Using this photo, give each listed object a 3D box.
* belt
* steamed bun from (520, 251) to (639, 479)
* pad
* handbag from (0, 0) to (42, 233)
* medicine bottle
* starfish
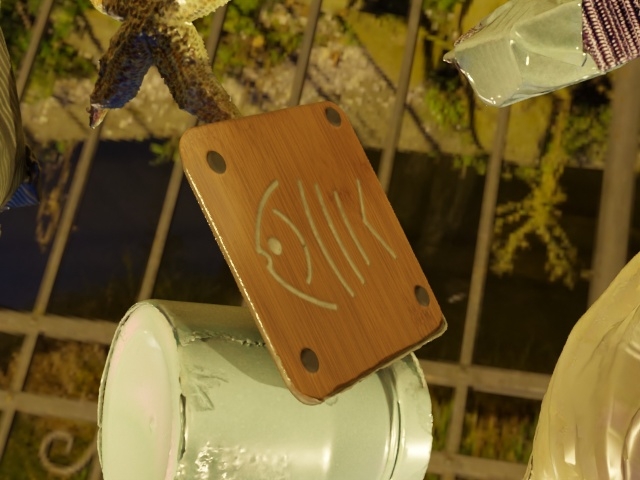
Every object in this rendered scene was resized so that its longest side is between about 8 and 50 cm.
[{"bbox_3d":[0.309,-0.260,1.345,0.122,0.260,0.325,63,159,-14],"label":"belt"},{"bbox_3d":[0.280,0.129,0.648,0.394,0.347,0.237,-26,154,27],"label":"steamed bun"},{"bbox_3d":[0.000,0.000,1.114,0.018,0.287,0.284,-30,175,36],"label":"pad"},{"bbox_3d":[-0.410,-0.109,1.045,0.240,0.247,0.341,0,118,6],"label":"handbag"},{"bbox_3d":[-0.055,0.187,1.140,0.289,0.245,0.245,4,163,-29],"label":"medicine bottle"},{"bbox_3d":[-0.183,-0.279,1.276,0.347,0.358,0.078,9,-172,42],"label":"starfish"}]
